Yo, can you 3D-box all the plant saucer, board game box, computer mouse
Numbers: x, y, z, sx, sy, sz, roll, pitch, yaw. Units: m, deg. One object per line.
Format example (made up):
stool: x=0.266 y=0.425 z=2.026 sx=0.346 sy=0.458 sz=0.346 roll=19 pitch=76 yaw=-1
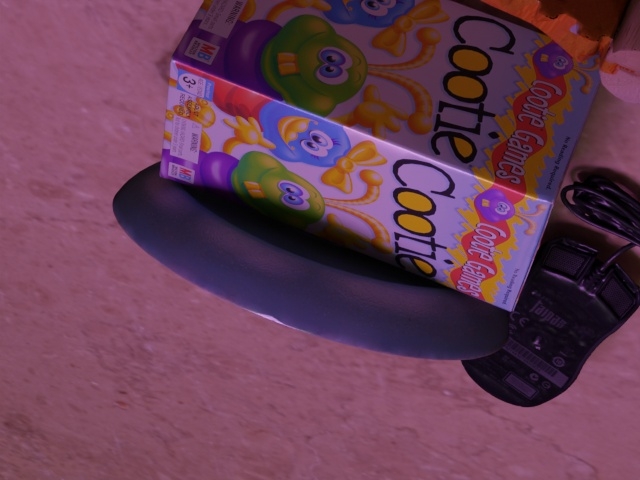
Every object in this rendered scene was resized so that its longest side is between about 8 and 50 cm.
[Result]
plant saucer: x=0.000 y=0.000 z=1.486 sx=0.317 sy=0.317 sz=0.044 roll=21 pitch=106 yaw=7
board game box: x=0.042 y=-0.087 z=1.393 sx=0.275 sy=0.144 sz=0.142 roll=21 pitch=146 yaw=6
computer mouse: x=0.234 y=0.059 z=1.571 sx=0.184 sy=0.060 sz=0.262 roll=30 pitch=135 yaw=1

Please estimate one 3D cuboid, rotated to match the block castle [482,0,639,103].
block castle: x=0.181 y=-0.290 z=0.973 sx=0.303 sy=0.213 sz=0.453 roll=27 pitch=151 yaw=-4
